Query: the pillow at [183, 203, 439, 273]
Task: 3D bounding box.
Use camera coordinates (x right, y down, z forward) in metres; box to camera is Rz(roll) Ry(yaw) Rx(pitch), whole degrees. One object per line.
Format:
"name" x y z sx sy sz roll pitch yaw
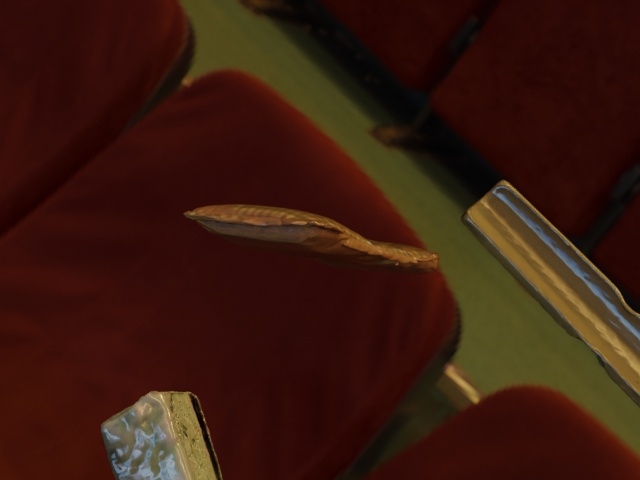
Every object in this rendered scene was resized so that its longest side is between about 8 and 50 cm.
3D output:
"pillow" -0.002 0.000 1.074 0.135 0.034 0.211 3 -7 33

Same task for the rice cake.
"rice cake" -0.030 0.157 0.510 0.043 0.034 0.210 17 52 -80

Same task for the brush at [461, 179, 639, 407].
"brush" 0.223 0.065 1.076 0.282 0.054 0.048 47 1 21
